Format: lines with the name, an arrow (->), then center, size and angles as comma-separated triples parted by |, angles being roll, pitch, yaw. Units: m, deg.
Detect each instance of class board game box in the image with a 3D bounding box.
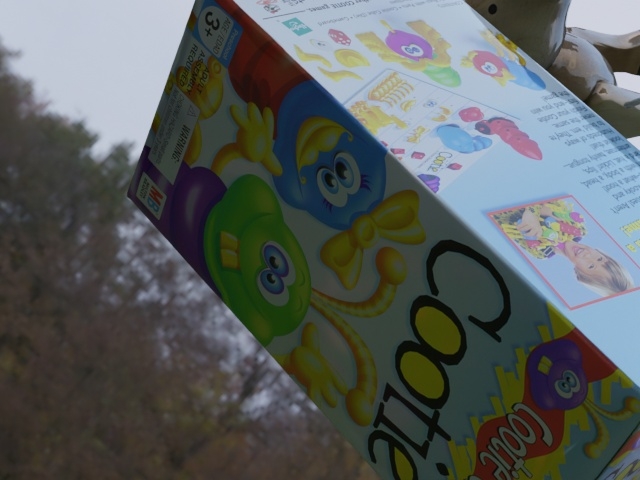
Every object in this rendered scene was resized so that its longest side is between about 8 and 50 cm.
board game box -> 0.059, 0.003, 0.639 | 0.275, 0.144, 0.142 | 46, -48, 24

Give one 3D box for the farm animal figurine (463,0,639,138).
farm animal figurine -> 0.139, -0.120, 0.860 | 0.330, 0.172, 0.327 | -118, -152, -60
